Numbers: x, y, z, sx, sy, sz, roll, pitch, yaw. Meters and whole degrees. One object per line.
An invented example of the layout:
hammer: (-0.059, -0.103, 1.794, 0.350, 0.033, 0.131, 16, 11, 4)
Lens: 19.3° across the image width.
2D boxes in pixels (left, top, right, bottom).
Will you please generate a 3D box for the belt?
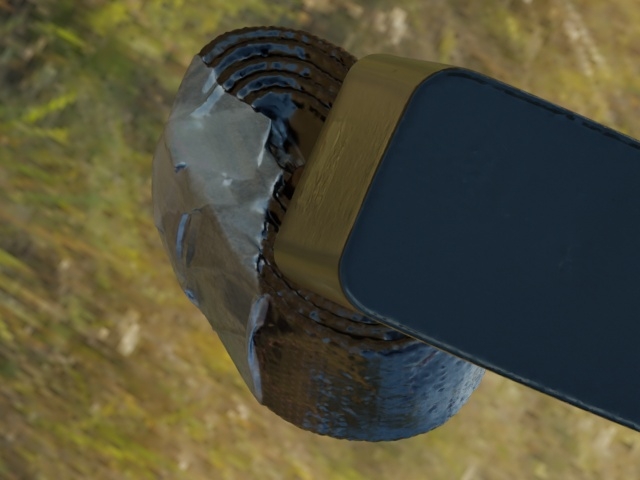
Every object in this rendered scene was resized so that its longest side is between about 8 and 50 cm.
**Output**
belt: (0.000, 0.000, 1.254, 0.184, 0.289, 0.164, -24, 148, -17)

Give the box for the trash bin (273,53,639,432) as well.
trash bin: (0.078, 0.002, 0.751, 0.225, 0.165, 0.115, -130, -116, -84)
